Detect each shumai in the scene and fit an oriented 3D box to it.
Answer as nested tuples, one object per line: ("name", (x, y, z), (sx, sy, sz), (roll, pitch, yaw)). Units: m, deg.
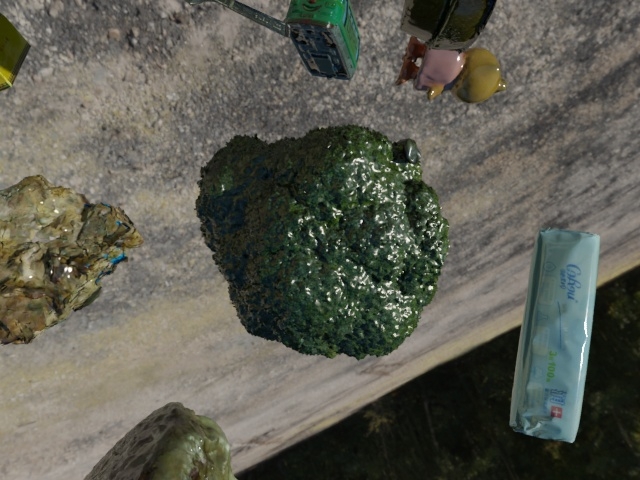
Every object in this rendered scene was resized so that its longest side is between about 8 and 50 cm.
("shumai", (-0.233, 0.484, 0.756), (0.395, 0.348, 0.395), (-40, -166, 12))

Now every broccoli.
("broccoli", (0.000, 0.000, 0.613), (0.303, 0.283, 0.322), (12, 118, 8))

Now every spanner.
("spanner", (-0.220, -0.597, 1.236), (0.093, 0.325, 0.026), (-64, 175, 23))

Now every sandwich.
("sandwich", (0.127, -0.271, 0.463), (0.079, 0.159, 0.235), (9, -162, 3))

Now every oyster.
("oyster", (-0.341, 0.024, 0.563), (0.259, 0.199, 0.092), (-3, 159, -19))

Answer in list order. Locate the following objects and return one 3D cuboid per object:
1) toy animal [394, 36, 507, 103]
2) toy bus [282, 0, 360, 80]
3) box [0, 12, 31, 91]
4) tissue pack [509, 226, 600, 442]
("toy animal", (0.359, -0.453, 1.284), (0.280, 0.196, 0.169), (19, 171, -7))
("toy bus", (0.020, -0.691, 1.589), (0.183, 0.200, 0.343), (14, 174, 16))
("box", (-0.634, -0.408, 0.824), (0.040, 0.153, 0.279), (-21, 139, 9))
("tissue pack", (0.325, 0.125, 0.669), (0.089, 0.264, 0.177), (9, 176, 25))
